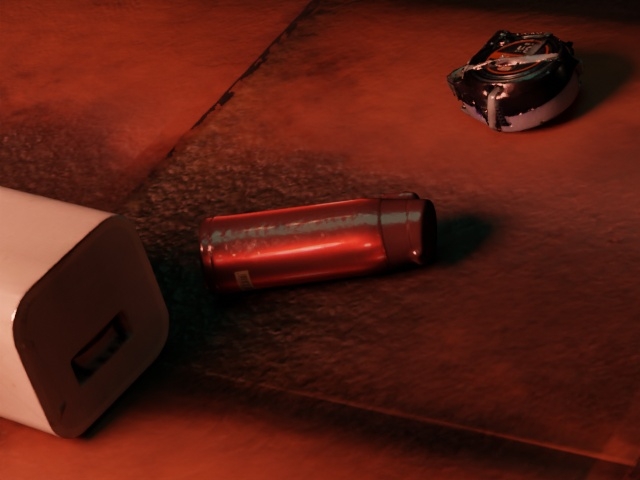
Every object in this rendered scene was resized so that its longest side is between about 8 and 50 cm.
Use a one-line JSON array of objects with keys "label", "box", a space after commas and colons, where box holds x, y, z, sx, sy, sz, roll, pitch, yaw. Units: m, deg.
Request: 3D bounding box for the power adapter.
[{"label": "power adapter", "box": [-0.227, 0.039, 1.351, 0.205, 0.125, 0.130, 14, 46, 37]}]

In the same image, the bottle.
[{"label": "bottle", "box": [0.000, 0.000, 1.371, 0.164, 0.060, 0.060, -7, 36, 12]}]

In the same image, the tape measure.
[{"label": "tape measure", "box": [0.148, -0.122, 1.480, 0.091, 0.054, 0.094, -38, 34, -25]}]
